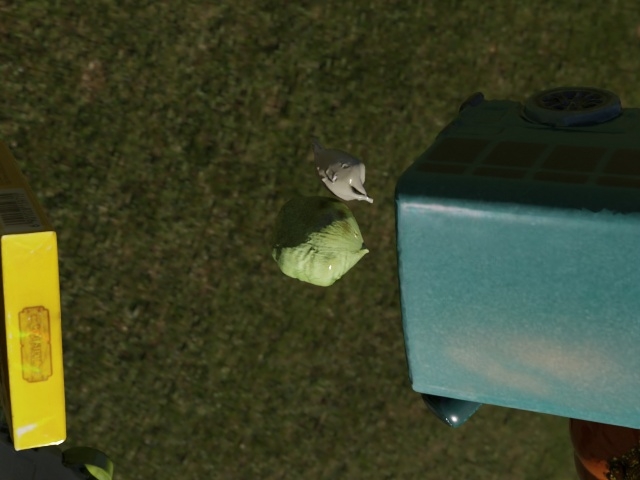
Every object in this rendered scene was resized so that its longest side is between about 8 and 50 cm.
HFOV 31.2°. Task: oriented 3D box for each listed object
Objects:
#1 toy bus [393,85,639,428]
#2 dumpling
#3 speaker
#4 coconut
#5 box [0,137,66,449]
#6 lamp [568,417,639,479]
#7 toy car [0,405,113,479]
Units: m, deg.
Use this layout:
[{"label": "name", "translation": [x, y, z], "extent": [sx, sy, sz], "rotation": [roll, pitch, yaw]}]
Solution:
[{"label": "toy bus", "translation": [0.170, 0.013, 0.508], "extent": [0.147, 0.256, 0.128], "rotation": [-43, 133, -53]}, {"label": "dumpling", "translation": [0.021, -0.064, 1.108], "extent": [0.059, 0.077, 0.043], "rotation": [-7, 121, -82]}, {"label": "speaker", "translation": [0.143, 0.158, 1.281], "extent": [0.075, 0.094, 0.060], "rotation": [-43, 134, -6]}, {"label": "coconut", "translation": [0.000, 0.000, 1.107], "extent": [0.088, 0.096, 0.088], "rotation": [9, 90, -87]}, {"label": "box", "translation": [-0.230, 0.025, 0.842], "extent": [0.043, 0.269, 0.152], "rotation": [-4, 110, -21]}, {"label": "lamp", "translation": [0.333, 0.181, 1.025], "extent": [0.196, 0.223, 0.223], "rotation": [-47, 138, -48]}, {"label": "toy car", "translation": [-0.378, 0.331, 1.364], "extent": [0.145, 0.235, 0.235], "rotation": [-92, 168, -51]}]
